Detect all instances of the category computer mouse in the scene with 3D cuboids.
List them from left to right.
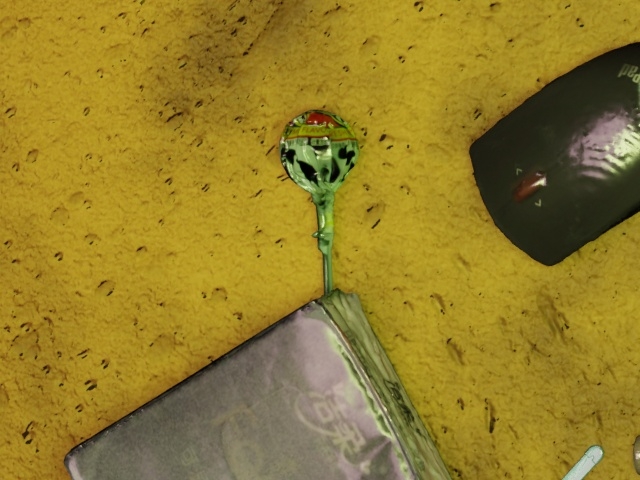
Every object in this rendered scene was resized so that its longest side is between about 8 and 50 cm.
[{"bbox_3d":[0.293,-0.099,1.825,0.269,0.100,0.170,-36,72,19],"label":"computer mouse"}]

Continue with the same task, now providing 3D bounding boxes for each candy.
[{"bbox_3d":[0.000,0.000,1.975,0.091,0.083,0.305,1,96,22],"label":"candy"}]

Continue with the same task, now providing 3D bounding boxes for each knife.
[{"bbox_3d":[0.279,0.263,1.866,0.027,0.010,0.096,44,103,20],"label":"knife"}]

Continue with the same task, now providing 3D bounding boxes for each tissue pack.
[{"bbox_3d":[-0.069,0.274,1.953,0.394,0.124,0.288,-32,82,20],"label":"tissue pack"}]

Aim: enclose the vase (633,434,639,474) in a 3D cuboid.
[{"bbox_3d":[0.386,0.228,1.797,0.100,0.053,0.053,-4,86,28],"label":"vase"}]
